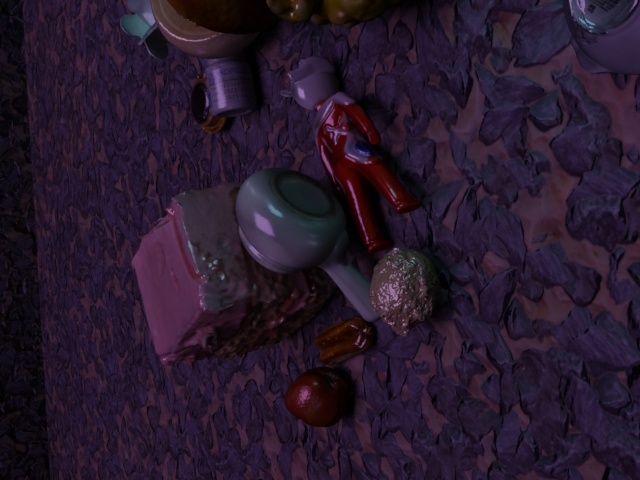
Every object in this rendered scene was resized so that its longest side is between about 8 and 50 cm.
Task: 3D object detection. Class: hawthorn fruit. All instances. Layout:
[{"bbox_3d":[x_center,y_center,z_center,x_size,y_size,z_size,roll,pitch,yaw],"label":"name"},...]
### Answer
[{"bbox_3d":[-0.005,0.305,1.508,0.128,0.128,0.128,16,110,52],"label":"hawthorn fruit"}]

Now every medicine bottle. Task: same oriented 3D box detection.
[{"bbox_3d":[-0.196,-0.354,1.650,0.105,0.105,0.168,-10,89,55],"label":"medicine bottle"}]

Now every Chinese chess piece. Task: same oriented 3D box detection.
[{"bbox_3d":[-0.221,-0.493,1.555,0.250,0.097,0.251,-1,86,16],"label":"Chinese chess piece"}]

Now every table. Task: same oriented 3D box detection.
[{"bbox_3d":[-0.345,-0.540,1.787,0.198,0.166,0.167,-27,75,45],"label":"table"}]

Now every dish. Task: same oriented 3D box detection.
[{"bbox_3d":[0.350,-0.308,0.917,0.224,0.078,0.246,-53,55,47],"label":"dish"}]

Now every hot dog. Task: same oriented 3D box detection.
[{"bbox_3d":[0.045,0.191,1.477,0.165,0.045,0.071,-35,67,52],"label":"hot dog"}]

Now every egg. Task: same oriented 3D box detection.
[{"bbox_3d":[0.137,0.081,1.265,0.118,0.116,0.140,-114,27,-71],"label":"egg"}]

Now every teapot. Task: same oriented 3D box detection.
[{"bbox_3d":[-0.020,0.011,1.352,0.318,0.220,0.149,50,127,23],"label":"teapot"}]

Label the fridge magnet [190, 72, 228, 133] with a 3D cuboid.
[{"bbox_3d":[-0.253,-0.316,1.773,0.143,0.063,0.143,9,102,51],"label":"fridge magnet"}]

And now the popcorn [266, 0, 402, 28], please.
[{"bbox_3d":[0.038,-0.485,1.174,0.290,0.321,0.326,63,-155,-61],"label":"popcorn"}]

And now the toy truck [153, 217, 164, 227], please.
[{"bbox_3d":[-0.345,0.051,1.936,0.098,0.114,0.227,6,103,32],"label":"toy truck"}]

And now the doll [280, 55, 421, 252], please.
[{"bbox_3d":[0.043,-0.172,1.370,0.384,0.099,0.188,62,148,19],"label":"doll"}]

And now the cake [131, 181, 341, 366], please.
[{"bbox_3d":[-0.179,0.068,1.540,0.314,0.306,0.293,-52,54,45],"label":"cake"}]

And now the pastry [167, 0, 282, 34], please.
[{"bbox_3d":[-0.139,-0.514,1.318,0.163,0.356,0.356,25,119,28],"label":"pastry"}]
